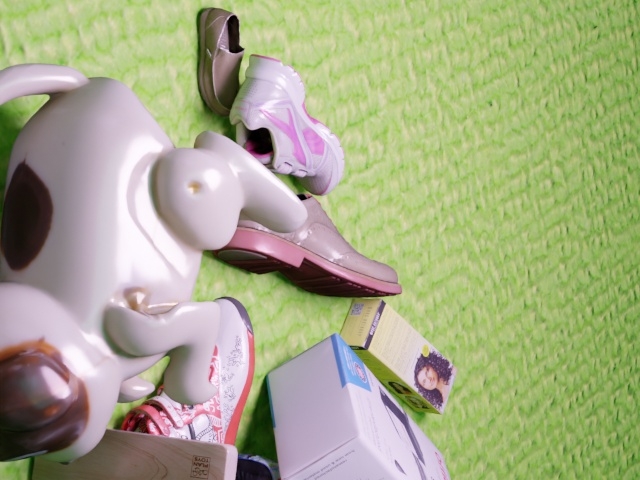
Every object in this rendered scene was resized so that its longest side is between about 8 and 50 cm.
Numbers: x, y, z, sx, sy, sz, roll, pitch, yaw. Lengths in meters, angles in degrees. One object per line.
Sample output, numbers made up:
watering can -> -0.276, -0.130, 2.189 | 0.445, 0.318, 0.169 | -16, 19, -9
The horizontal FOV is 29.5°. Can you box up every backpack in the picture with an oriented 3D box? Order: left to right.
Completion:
backpack -> -0.085, 0.338, 1.620 | 0.084, 0.114, 0.105 | 18, 75, -46

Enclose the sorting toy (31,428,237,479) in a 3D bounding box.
sorting toy -> -0.210, 0.349, 1.394 | 0.089, 0.257, 0.255 | 22, 73, -63

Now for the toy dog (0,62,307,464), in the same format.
toy dog -> -0.256, 0.050, 1.307 | 0.395, 0.285, 0.408 | 50, 58, -43

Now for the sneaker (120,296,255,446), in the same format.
sneaker -> -0.170, 0.197, 1.548 | 0.145, 0.090, 0.270 | 16, 80, -49

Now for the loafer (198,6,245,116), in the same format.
loafer -> -0.130, -0.240, 1.627 | 0.056, 0.050, 0.148 | -14, 100, -47

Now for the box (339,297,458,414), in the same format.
box -> 0.124, 0.182, 1.894 | 0.232, 0.058, 0.087 | 41, 60, -39

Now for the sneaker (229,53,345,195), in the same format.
sneaker -> -0.056, -0.135, 1.667 | 0.111, 0.103, 0.252 | -55, 137, -20

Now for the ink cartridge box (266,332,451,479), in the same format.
ink cartridge box -> 0.069, 0.315, 1.692 | 0.307, 0.129, 0.223 | 50, 13, -31

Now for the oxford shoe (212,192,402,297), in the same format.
oxford shoe -> 0.000, 0.000, 1.718 | 0.348, 0.123, 0.130 | 23, 67, -46
